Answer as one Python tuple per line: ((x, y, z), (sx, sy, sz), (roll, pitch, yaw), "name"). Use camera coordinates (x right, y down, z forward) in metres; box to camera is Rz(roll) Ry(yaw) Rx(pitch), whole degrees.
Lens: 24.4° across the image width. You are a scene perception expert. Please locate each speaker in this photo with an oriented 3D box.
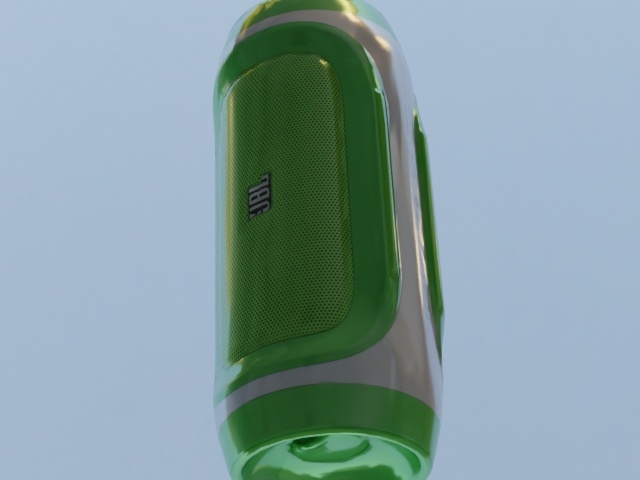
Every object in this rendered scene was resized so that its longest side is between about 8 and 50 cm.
((0.000, 0.000, 0.855), (0.131, 0.131, 0.296), (-8, -124, 8), "speaker")
